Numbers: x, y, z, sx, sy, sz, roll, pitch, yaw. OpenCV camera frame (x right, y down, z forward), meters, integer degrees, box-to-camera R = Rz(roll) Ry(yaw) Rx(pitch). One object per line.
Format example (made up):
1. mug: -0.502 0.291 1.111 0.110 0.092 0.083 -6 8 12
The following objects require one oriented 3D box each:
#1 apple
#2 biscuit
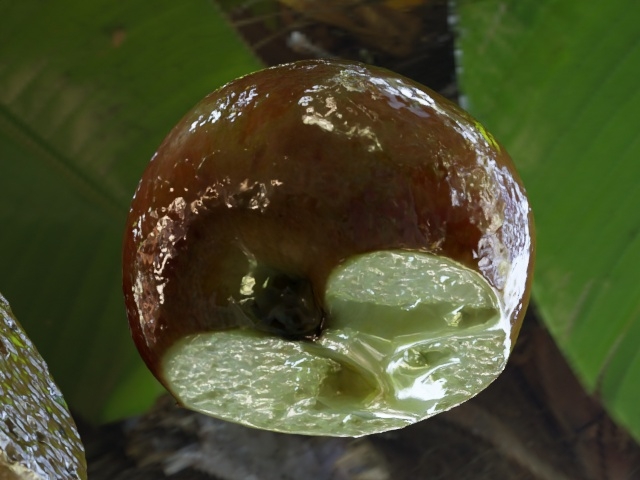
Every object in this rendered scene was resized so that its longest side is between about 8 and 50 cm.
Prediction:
1. apple: 0.000 0.000 0.817 0.195 0.173 0.160 -32 -114 30
2. biscuit: -0.197 0.061 0.997 0.036 0.212 0.212 -34 -99 3
